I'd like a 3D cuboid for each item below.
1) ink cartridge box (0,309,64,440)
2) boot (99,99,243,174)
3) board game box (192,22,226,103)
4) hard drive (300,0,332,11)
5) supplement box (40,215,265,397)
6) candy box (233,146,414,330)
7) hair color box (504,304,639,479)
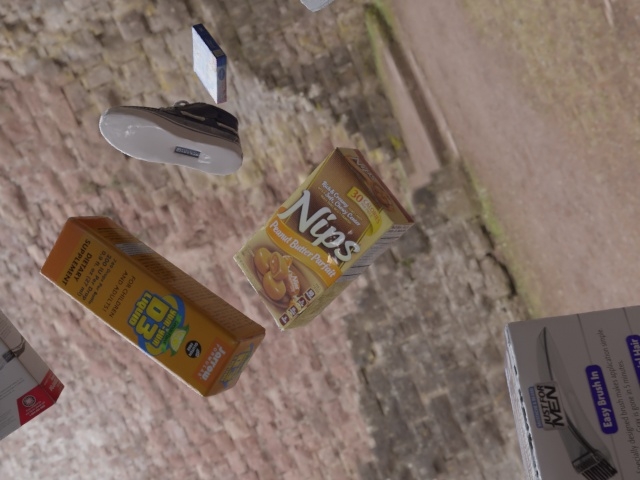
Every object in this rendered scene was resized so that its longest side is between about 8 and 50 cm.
[{"bbox_3d":[-0.427,0.173,1.172,0.150,0.109,0.063,55,-174,-13],"label":"ink cartridge box"},{"bbox_3d":[-0.191,-0.146,1.161,0.190,0.069,0.086,17,-138,-27],"label":"boot"},{"bbox_3d":[-0.172,-0.273,1.393,0.090,0.020,0.090,55,155,33],"label":"board game box"},{"bbox_3d":[0.072,-0.578,1.567,0.047,0.233,0.353,35,-137,-34],"label":"hard drive"},{"bbox_3d":[-0.177,0.065,0.951,0.233,0.078,0.080,33,-170,12],"label":"supplement box"},{"bbox_3d":[0.000,0.000,1.666,0.183,0.316,0.088,54,-152,19],"label":"candy box"},{"bbox_3d":[0.348,0.152,0.801,0.110,0.339,0.185,76,-172,-52],"label":"hair color box"}]
